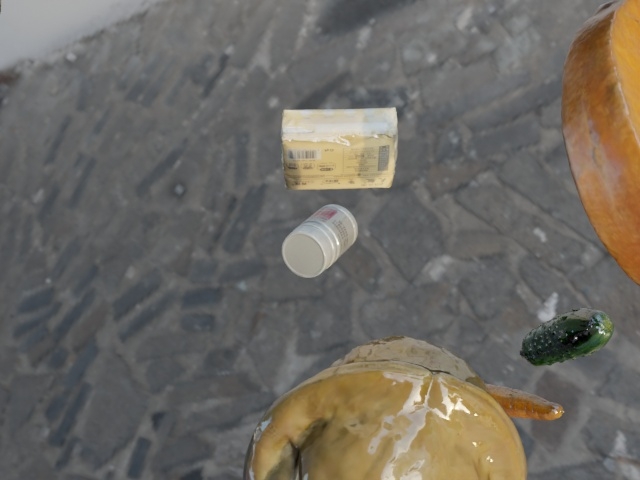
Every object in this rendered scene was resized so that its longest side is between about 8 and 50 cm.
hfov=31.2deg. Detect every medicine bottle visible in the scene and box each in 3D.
[{"bbox_3d":[0.000,0.000,1.316,0.058,0.058,0.091,-15,14,31],"label":"medicine bottle"}]

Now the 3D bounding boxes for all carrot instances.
[{"bbox_3d":[0.335,-0.086,1.070,0.100,0.258,0.307,-22,88,46],"label":"carrot"},{"bbox_3d":[0.286,0.251,1.758,0.209,0.061,0.061,-2,64,47],"label":"carrot"}]

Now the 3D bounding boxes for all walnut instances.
[{"bbox_3d":[0.084,0.309,1.533,0.383,0.383,0.384,-19,55,29],"label":"walnut"}]

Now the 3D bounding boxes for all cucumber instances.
[{"bbox_3d":[0.333,0.137,1.589,0.227,0.069,0.069,137,150,-68],"label":"cucumber"}]

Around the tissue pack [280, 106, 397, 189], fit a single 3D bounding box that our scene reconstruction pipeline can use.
[{"bbox_3d":[0.037,-0.172,2.170,0.222,0.186,0.090,-3,60,1],"label":"tissue pack"}]
